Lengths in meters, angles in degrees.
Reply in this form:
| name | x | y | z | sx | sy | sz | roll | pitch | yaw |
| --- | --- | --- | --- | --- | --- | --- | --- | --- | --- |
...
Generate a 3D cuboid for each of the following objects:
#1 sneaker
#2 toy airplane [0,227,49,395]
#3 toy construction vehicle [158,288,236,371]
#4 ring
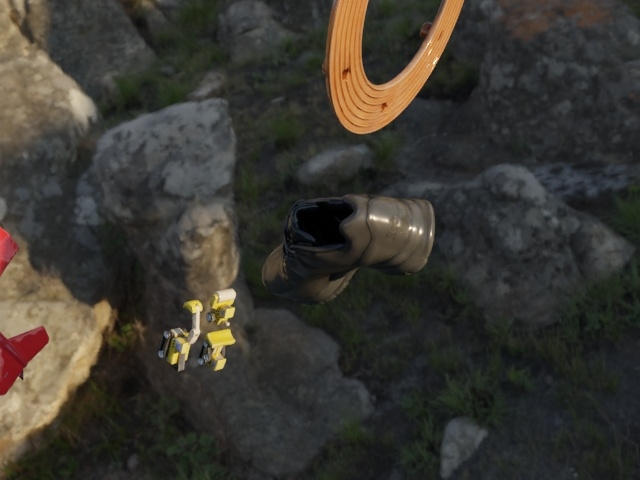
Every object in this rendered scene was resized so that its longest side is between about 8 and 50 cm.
| name | x | y | z | sx | sy | sz | roll | pitch | yaw |
| --- | --- | --- | --- | --- | --- | --- | --- | --- | --- |
| sneaker | 0.000 | 0.000 | 0.898 | 0.286 | 0.130 | 0.109 | -27 | 55 | 50 |
| toy airplane | -0.274 | 0.062 | 0.607 | 0.028 | 0.151 | 0.151 | -5 | 30 | 32 |
| toy construction vehicle | -0.121 | 0.101 | 0.805 | 0.085 | 0.098 | 0.035 | -4 | 33 | -47 |
| ring | 0.095 | -0.283 | 0.870 | 0.032 | 0.337 | 0.336 | 28 | 48 | 23 |
